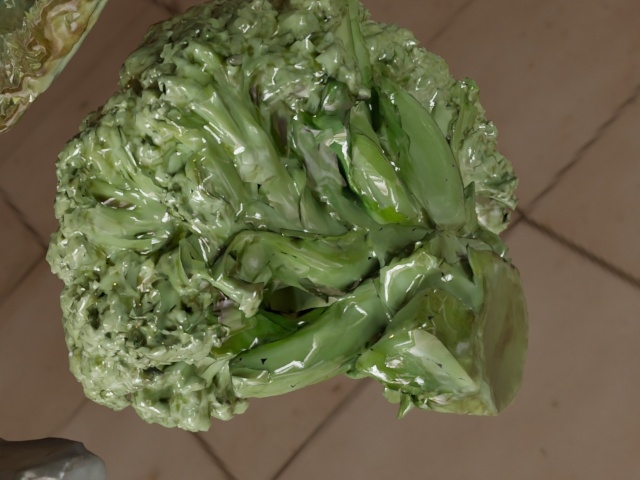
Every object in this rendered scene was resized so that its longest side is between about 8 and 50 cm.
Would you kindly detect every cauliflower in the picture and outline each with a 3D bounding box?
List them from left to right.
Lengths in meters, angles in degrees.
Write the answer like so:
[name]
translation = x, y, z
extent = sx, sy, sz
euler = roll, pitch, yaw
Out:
[cauliflower]
translation = 0.000, 0.000, 0.804
extent = 0.250, 0.272, 0.275
euler = 33, 73, 29

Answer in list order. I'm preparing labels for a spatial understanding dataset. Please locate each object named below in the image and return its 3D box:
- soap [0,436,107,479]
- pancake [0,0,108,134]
[soap]
translation = -0.313, 0.375, 1.233
extent = 0.350, 0.435, 0.213
euler = 3, 17, 35
[pancake]
translation = -0.170, -0.140, 0.522
extent = 0.254, 0.253, 0.037
euler = -18, 22, 37
